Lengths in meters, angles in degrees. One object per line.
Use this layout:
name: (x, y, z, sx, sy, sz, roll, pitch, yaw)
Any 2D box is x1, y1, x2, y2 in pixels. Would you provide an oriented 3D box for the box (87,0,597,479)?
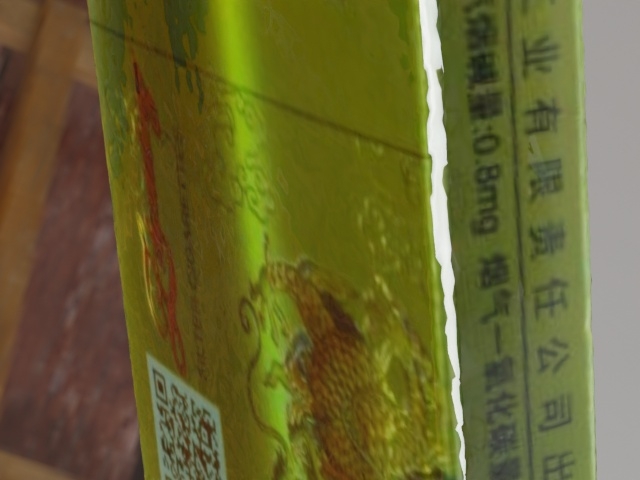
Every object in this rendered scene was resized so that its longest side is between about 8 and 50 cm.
box: (0.000, 0.000, 0.464, 0.173, 0.043, 0.311, 27, -54, 58)
